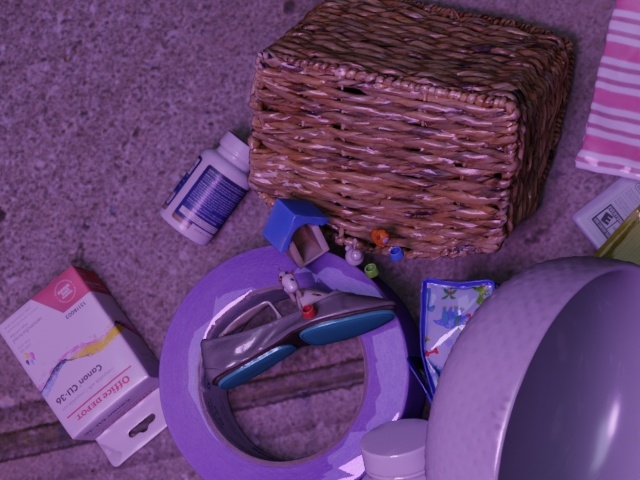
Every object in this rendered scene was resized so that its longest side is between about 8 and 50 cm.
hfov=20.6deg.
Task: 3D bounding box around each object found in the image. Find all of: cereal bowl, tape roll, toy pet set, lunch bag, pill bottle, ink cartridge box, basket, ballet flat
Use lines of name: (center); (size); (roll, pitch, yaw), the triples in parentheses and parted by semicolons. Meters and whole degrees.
cereal bowl: (0.206, 0.174, 1.686); (0.141, 0.339, 0.339); (13, 86, 37)
tape roll: (-0.029, 0.145, 1.870); (0.274, 0.090, 0.275); (-2, 83, 16)
toy pet set: (0.000, 0.000, 1.779); (0.122, 0.065, 0.114); (-34, 40, -10)
lunch bag: (0.149, 0.118, 1.800); (0.096, 0.129, 0.151); (-1, 84, 19)
pill bottle: (-0.117, -0.059, 1.935); (0.067, 0.067, 0.120); (38, 95, 17)
ink cartridge box: (-0.251, 0.141, 1.947); (0.115, 0.067, 0.198); (-40, 74, 7)
basket: (0.097, -0.118, 1.867); (0.299, 0.223, 0.214); (13, 120, 18)
ballet flat: (-0.028, 0.084, 1.796); (0.213, 0.072, 0.068); (-24, 68, 12)
pill bottle: (0.096, 0.282, 1.766); (0.108, 0.108, 0.194); (-6, 111, 16)

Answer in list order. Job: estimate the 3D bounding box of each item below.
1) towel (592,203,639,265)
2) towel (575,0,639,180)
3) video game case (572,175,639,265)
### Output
towel: (0.379, 0.072, 1.768); (0.237, 0.021, 0.102); (44, 95, 18)
towel: (0.350, -0.155, 1.813); (0.144, 0.029, 0.197); (11, 80, 25)
video game case: (0.405, 0.000, 1.796); (0.206, 0.026, 0.227); (-39, 73, 8)
